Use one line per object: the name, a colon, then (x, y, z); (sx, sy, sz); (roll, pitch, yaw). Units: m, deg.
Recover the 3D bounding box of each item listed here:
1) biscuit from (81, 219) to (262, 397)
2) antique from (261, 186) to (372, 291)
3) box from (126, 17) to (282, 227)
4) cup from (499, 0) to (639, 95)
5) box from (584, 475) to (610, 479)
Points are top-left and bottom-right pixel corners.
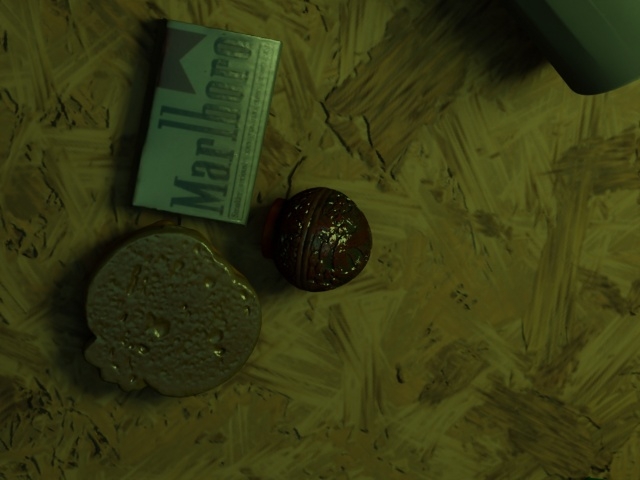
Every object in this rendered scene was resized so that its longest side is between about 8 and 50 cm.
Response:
biscuit: (-0.145, 0.070, 1.838); (0.170, 0.050, 0.170); (-2, 104, -9)
antique: (0.000, 0.000, 1.839); (0.104, 0.104, 0.104); (-2, 98, -14)
box: (-0.107, -0.108, 1.829); (0.115, 0.036, 0.177); (9, 96, -15)
cup: (0.242, -0.353, 1.802); (0.327, 0.237, 0.323); (49, 55, -15)
box: (0.364, 0.341, 1.980); (0.250, 0.103, 0.180); (11, 95, -17)
